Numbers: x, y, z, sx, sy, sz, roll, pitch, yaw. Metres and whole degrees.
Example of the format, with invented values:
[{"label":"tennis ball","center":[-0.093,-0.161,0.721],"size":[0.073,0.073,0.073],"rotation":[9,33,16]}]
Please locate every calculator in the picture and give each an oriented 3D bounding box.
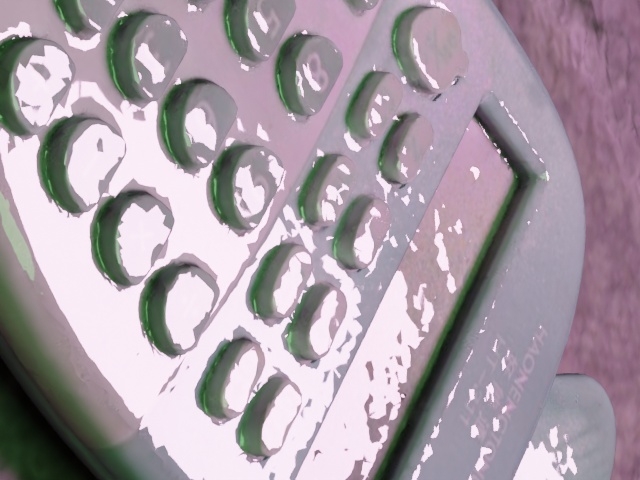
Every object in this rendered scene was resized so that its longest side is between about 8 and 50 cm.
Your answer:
[{"label":"calculator","center":[0.000,0.000,0.489],"size":[0.295,0.042,0.184],"rotation":[51,55,-37]}]
